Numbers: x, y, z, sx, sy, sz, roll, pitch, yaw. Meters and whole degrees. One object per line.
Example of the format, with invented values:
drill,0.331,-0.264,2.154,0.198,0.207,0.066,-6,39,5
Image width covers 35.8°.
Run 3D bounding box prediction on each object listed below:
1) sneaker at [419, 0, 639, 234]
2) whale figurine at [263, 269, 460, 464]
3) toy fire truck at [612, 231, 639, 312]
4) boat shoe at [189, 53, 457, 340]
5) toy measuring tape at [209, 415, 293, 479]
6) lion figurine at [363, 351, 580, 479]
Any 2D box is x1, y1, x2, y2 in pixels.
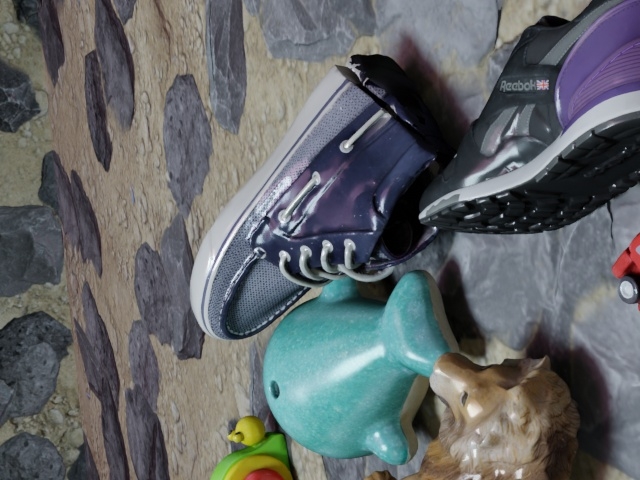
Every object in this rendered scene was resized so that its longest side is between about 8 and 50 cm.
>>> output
sneaker,0.167,-0.089,0.716,0.283,0.107,0.124,148,125,-59
whale figurine,0.032,0.123,0.990,0.272,0.141,0.216,-42,60,59
toy fire truck,0.263,0.045,0.588,0.192,0.047,0.135,64,150,33
boat shoe,0.000,0.000,0.941,0.340,0.127,0.158,-58,46,23
toy measuring tape,-0.086,0.409,1.373,0.121,0.121,0.330,-10,90,65
lion figurine,0.087,0.283,0.793,0.240,0.142,0.392,-38,31,66
